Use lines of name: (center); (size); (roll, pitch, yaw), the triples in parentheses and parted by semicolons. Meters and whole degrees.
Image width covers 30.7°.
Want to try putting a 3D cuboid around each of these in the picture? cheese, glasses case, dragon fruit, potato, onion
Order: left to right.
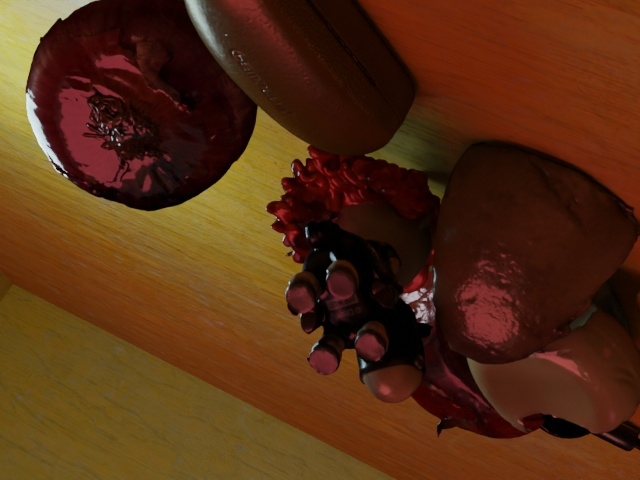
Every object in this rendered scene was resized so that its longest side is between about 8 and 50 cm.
onion: (-0.264, -0.226, 1.770); (0.348, 0.285, 0.347); (1, 127, 2)
glasses case: (-0.039, -0.251, 1.500); (0.173, 0.141, 0.371); (9, 150, 47)
dragon fruit: (0.209, 0.218, 2.017); (0.282, 0.100, 0.343); (-27, 94, 47)
potato: (0.262, 0.029, 1.570); (0.211, 0.264, 0.189); (17, 166, 47)
cheese: (0.349, 0.186, 1.750); (0.266, 0.127, 0.233); (7, 136, 36)

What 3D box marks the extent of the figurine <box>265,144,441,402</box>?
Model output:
figurine: (0.064, 0.037, 1.640); (0.241, 0.411, 0.306); (-35, 125, 27)

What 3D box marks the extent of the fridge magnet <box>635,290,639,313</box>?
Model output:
fridge magnet: (0.518, 0.106, 1.653); (0.143, 0.063, 0.143); (28, 158, 12)

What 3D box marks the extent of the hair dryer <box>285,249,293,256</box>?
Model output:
hair dryer: (0.000, 0.000, 2.085); (0.150, 0.047, 0.071); (-20, 131, 23)

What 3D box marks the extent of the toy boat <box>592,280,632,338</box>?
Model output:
toy boat: (0.401, 0.133, 1.862); (0.215, 0.123, 0.330); (6, 138, 35)

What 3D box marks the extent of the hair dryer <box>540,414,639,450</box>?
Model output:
hair dryer: (0.495, 0.297, 2.146); (0.284, 0.155, 0.320); (9, 171, 3)
